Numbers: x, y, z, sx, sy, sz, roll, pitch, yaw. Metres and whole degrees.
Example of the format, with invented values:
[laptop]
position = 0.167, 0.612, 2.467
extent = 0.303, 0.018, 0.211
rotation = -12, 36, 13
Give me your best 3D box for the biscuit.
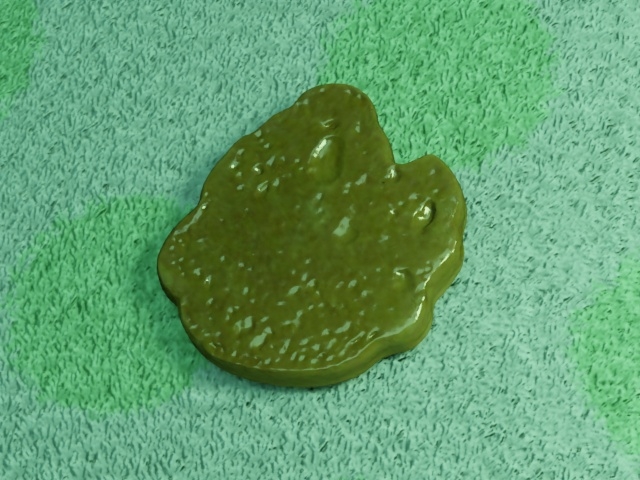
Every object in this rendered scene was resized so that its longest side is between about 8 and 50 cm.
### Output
[biscuit]
position = 0.000, 0.000, 1.888
extent = 0.312, 0.057, 0.351
rotation = 23, 73, 20
